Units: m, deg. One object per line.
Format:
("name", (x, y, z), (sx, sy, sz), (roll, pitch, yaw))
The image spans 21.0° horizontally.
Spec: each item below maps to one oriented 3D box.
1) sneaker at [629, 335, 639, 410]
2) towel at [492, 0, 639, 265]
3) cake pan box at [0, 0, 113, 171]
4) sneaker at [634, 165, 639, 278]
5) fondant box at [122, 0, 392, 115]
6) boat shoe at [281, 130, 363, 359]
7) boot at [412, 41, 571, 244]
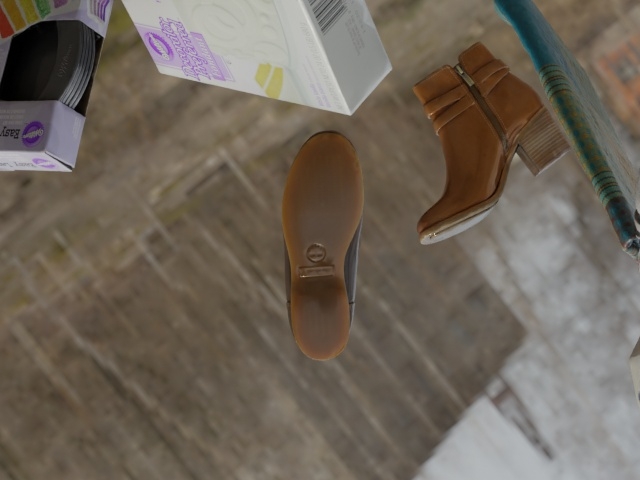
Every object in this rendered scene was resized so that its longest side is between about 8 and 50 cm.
("sneaker", (0.469, 0.214, 1.848), (0.182, 0.315, 0.127), (-24, -170, 23))
("towel", (0.316, -0.100, 1.967), (0.040, 0.370, 0.271), (-30, 148, 15))
("cake pan box", (-0.390, -0.210, 2.154), (0.267, 0.246, 0.070), (4, 166, 32))
("sneaker", (0.269, 0.039, 0.820), (0.210, 0.366, 0.137), (-22, -159, -39))
("fondant box", (-0.099, -0.289, 2.056), (0.330, 0.238, 0.096), (17, -124, 40))
("boat shoe", (0.000, 0.000, 1.541), (0.073, 0.207, 0.073), (6, -165, 1))
("boot", (0.141, -0.100, 1.773), (0.197, 0.152, 0.073), (-36, 173, -17))
